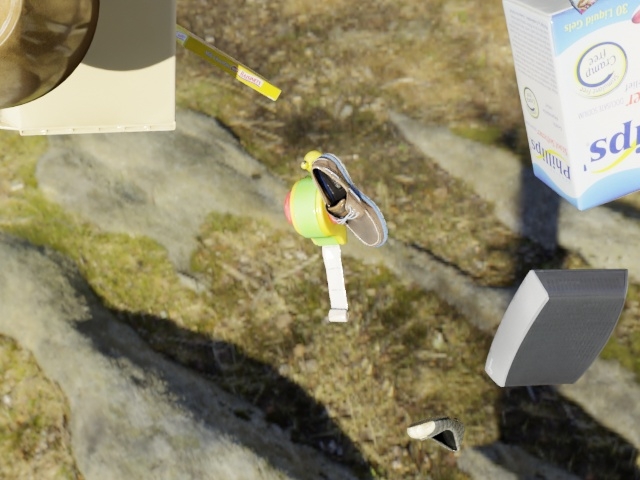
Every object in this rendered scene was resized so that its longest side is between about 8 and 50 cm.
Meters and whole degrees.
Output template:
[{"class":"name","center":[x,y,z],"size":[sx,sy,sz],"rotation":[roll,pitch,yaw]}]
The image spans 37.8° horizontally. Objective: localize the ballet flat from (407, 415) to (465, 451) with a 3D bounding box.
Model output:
[{"class":"ballet flat","center":[0.179,0.289,1.400],"size":[0.058,0.173,0.049],"rotation":[-15,71,26]}]

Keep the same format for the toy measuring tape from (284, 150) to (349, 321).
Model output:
[{"class":"toy measuring tape","center":[0.000,0.000,1.721],"size":[0.122,0.330,0.121],"rotation":[-6,9,1]}]

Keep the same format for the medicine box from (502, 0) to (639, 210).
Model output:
[{"class":"medicine box","center":[0.422,-0.229,1.289],"size":[0.264,0.289,0.149],"rotation":[-21,28,-5]}]

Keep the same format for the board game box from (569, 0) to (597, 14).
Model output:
[{"class":"board game box","center":[0.285,-0.283,0.948],"size":[0.090,0.090,0.020],"rotation":[-42,61,14]}]

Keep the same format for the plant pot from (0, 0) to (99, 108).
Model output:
[{"class":"plant pot","center":[-0.319,-0.223,0.832],"size":[0.237,0.237,0.254],"rotation":[-16,16,-9]}]

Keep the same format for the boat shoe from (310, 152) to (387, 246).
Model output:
[{"class":"boat shoe","center":[0.040,-0.058,1.566],"size":[0.183,0.066,0.066],"rotation":[52,33,-1]}]

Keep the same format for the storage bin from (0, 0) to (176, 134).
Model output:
[{"class":"storage bin","center":[-0.329,-0.288,1.297],"size":[0.261,0.262,0.123],"rotation":[-3,42,-14]}]

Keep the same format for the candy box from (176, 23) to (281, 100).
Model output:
[{"class":"candy box","center":[-0.171,-0.315,1.638],"size":[0.027,0.206,0.105],"rotation":[-58,37,7]}]

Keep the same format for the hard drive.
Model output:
[{"class":"hard drive","center":[0.363,0.141,1.439],"size":[0.172,0.254,0.054],"rotation":[0,48,-11]}]
